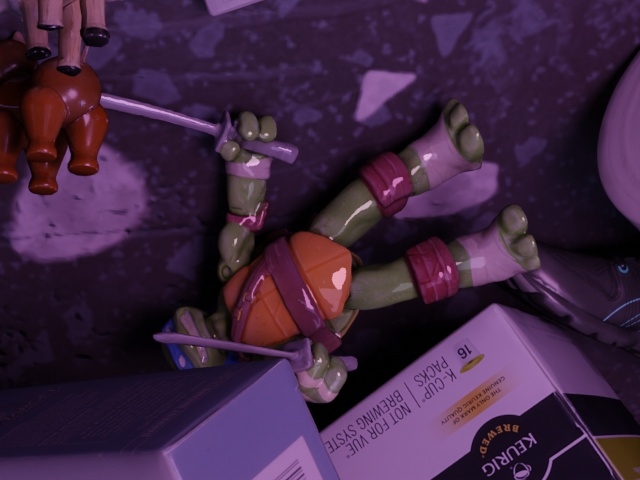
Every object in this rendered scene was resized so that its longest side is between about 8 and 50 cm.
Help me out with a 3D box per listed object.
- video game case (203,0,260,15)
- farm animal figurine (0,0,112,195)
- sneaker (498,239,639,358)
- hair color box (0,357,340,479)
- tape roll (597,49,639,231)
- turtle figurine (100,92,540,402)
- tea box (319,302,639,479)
[{"bbox_3d":[0.000,-0.262,0.889,0.212,0.023,0.193,-19,124,-1],"label":"video game case"},{"bbox_3d":[-0.277,-0.148,0.797,0.330,0.172,0.327,3,162,-15],"label":"farm animal figurine"},{"bbox_3d":[0.251,0.039,1.111,0.267,0.101,0.106,23,94,-27],"label":"sneaker"},{"bbox_3d":[-0.144,0.195,0.925,0.374,0.113,0.185,-11,107,45],"label":"hair color box"},{"bbox_3d":[0.337,-0.062,0.964,0.246,0.246,0.169,-42,121,13],"label":"tape roll"},{"bbox_3d":[0.000,0.000,0.950,0.266,0.198,0.275,-25,127,-4],"label":"turtle figurine"},{"bbox_3d":[0.117,0.273,1.033,0.329,0.324,0.220,-38,160,14],"label":"tea box"}]
